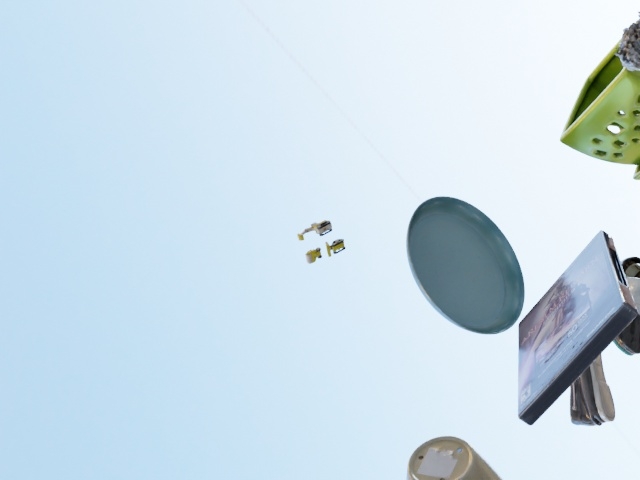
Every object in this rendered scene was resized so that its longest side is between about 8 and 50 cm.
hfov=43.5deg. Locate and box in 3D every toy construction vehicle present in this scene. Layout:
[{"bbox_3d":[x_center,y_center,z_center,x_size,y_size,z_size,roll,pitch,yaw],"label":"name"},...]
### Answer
[{"bbox_3d":[0.000,0.000,1.727,0.098,0.035,0.085,-29,-55,-21],"label":"toy construction vehicle"}]

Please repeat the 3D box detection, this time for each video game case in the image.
[{"bbox_3d":[0.331,0.106,1.068,0.026,0.196,0.274,35,-157,-1],"label":"video game case"}]

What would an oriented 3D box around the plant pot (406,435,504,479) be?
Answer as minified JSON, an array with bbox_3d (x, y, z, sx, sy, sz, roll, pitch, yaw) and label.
[{"bbox_3d":[0.263,0.513,1.520,0.256,0.257,0.274,-46,-54,-35],"label":"plant pot"}]

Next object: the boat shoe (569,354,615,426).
[{"bbox_3d":[0.620,0.277,1.915,0.112,0.096,0.335,28,-129,-43],"label":"boat shoe"}]

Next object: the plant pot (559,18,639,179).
[{"bbox_3d":[0.635,-0.268,1.561,0.207,0.227,0.228,34,-124,0],"label":"plant pot"}]

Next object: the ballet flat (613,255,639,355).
[{"bbox_3d":[0.559,0.099,1.440,0.095,0.096,0.280,38,-153,-5],"label":"ballet flat"}]

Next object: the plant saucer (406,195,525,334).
[{"bbox_3d":[0.298,0.055,1.686,0.318,0.044,0.317,18,-125,-28],"label":"plant saucer"}]

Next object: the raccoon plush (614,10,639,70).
[{"bbox_3d":[0.481,-0.406,1.084,0.299,0.216,0.446,-25,-91,-41],"label":"raccoon plush"}]
